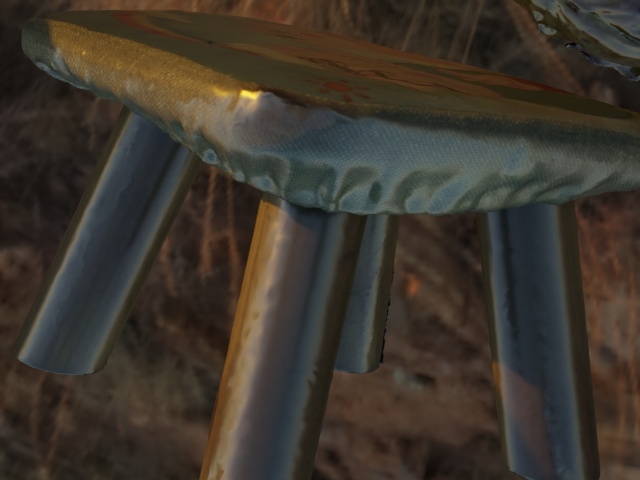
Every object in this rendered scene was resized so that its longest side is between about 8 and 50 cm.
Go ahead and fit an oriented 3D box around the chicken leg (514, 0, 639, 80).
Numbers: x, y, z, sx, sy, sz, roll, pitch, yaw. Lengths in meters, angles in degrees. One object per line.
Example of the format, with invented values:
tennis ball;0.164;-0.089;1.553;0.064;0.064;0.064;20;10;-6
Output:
chicken leg;0.174;-0.262;1.376;0.361;0.140;0.211;36;140;-6

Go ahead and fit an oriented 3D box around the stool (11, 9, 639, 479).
stool;0.000;0.000;1.021;0.310;0.310;0.226;3;102;-36
